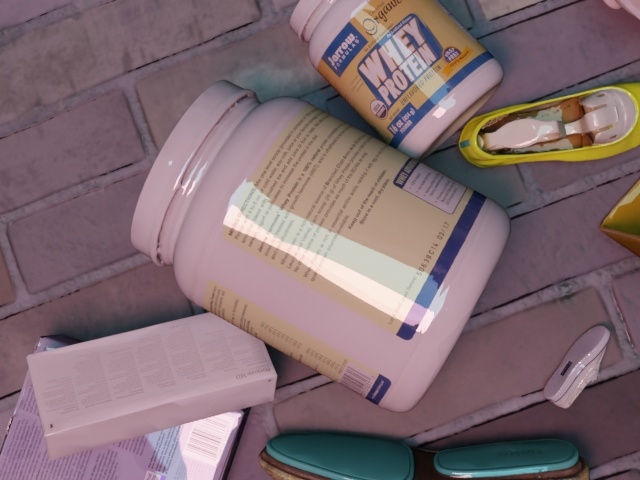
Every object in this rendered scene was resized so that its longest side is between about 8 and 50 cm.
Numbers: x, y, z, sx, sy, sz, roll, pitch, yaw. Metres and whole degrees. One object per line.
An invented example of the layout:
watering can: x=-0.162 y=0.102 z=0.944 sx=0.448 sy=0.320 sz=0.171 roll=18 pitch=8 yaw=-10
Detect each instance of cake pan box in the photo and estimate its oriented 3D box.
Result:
cake pan box: x=-0.231 y=0.257 z=1.093 sx=0.245 sy=0.070 sz=0.267 roll=18 pitch=90 yaw=4

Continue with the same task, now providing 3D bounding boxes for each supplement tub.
supplement tub: x=0.000 y=0.000 z=0.994 sx=0.324 sy=0.235 sz=0.235 roll=29 pitch=91 yaw=6
supplement tub: x=0.078 y=-0.196 z=1.038 sx=0.144 sy=0.144 sz=0.200 roll=-43 pitch=85 yaw=3

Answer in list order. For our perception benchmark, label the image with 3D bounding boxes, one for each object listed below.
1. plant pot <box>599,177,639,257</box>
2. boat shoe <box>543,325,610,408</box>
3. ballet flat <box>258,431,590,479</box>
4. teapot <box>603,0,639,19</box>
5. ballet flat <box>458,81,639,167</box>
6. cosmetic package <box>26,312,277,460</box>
plant pot: x=0.446 y=-0.022 z=0.976 sx=0.187 sy=0.212 sz=0.212 roll=41 pitch=92 yaw=-7
boat shoe: x=0.284 y=0.138 z=1.065 sx=0.035 sy=0.035 sz=0.100 roll=37 pitch=88 yaw=-22
ballet flat: x=0.107 y=0.271 z=1.041 sx=0.348 sy=0.123 sz=0.123 roll=0 pitch=88 yaw=6
teapot: x=0.361 y=-0.297 z=0.994 sx=0.252 sy=0.256 sz=0.187 roll=33 pitch=135 yaw=-14
ballet flat: x=0.263 y=-0.121 z=1.051 sx=0.230 sy=0.077 sz=0.077 roll=-10 pitch=88 yaw=5
cosmetic package: x=-0.174 y=0.145 z=1.028 sx=0.239 sy=0.060 sz=0.099 roll=-12 pitch=52 yaw=-18
